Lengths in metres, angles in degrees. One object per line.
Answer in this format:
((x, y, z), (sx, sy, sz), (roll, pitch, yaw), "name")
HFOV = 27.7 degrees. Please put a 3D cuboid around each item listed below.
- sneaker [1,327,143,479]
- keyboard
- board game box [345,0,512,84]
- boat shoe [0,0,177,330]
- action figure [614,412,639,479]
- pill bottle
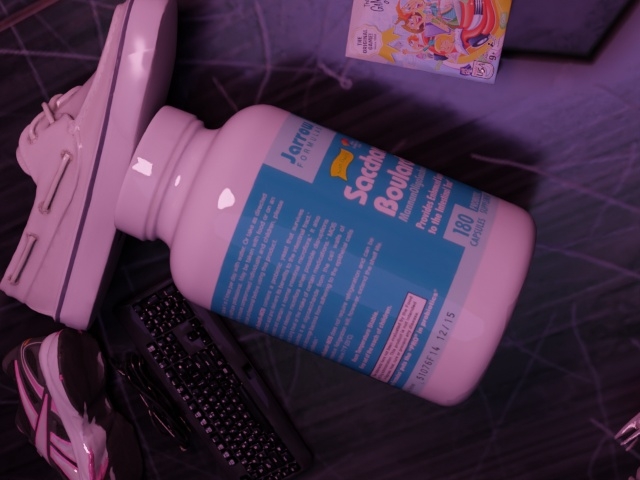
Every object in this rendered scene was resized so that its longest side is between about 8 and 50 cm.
((-0.199, 0.151, 1.032), (0.077, 0.072, 0.178), (-5, 105, 27), "sneaker")
((-0.094, 0.125, 1.008), (0.100, 0.038, 0.192), (-28, 103, 21), "keyboard")
((0.079, -0.187, 0.849), (0.103, 0.026, 0.154), (11, 114, 7), "board game box")
((-0.169, -0.060, 0.919), (0.088, 0.096, 0.267), (19, 123, -2), "boat shoe")
((0.316, 0.181, 0.876), (0.185, 0.099, 0.285), (-32, 73, 22), "action figure")
((0.000, 0.000, 0.876), (0.264, 0.146, 0.146), (22, 115, 1), "pill bottle")
